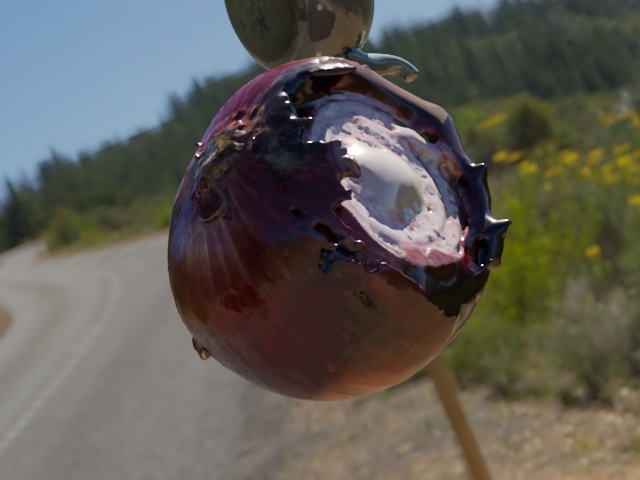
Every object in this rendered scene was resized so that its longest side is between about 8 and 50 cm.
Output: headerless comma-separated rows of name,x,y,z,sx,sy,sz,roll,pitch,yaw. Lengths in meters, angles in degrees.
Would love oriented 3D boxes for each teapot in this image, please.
teapot,-0.019,-0.279,2.137,0.129,0.294,0.193,-25,-18,-35

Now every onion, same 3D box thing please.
onion,-0.005,0.000,1.866,0.341,0.341,0.341,-24,0,0
